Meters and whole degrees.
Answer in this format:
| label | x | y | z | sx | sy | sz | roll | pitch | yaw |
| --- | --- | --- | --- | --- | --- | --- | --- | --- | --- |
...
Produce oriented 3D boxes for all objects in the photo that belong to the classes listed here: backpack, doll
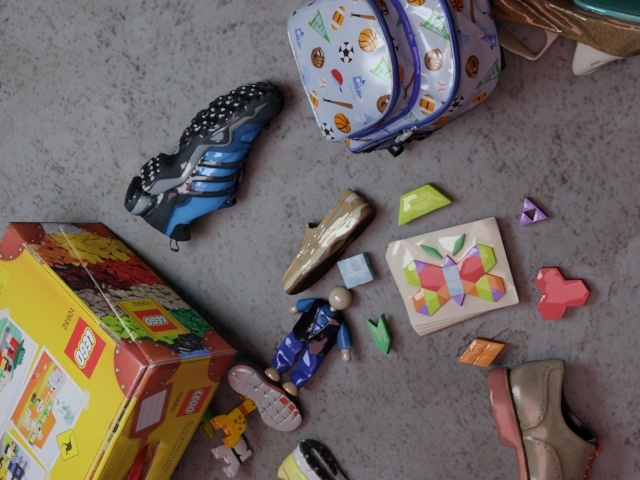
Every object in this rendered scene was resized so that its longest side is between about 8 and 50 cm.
| label | x | y | z | sx | sy | sz | roll | pitch | yaw |
| --- | --- | --- | --- | --- | --- | --- | --- | --- | --- |
| backpack | 0.102 | -0.257 | 1.350 | 0.263 | 0.213 | 0.276 | -18 | 96 | 44 |
| doll | -0.006 | 0.152 | 1.589 | 0.129 | 0.046 | 0.189 | 36 | 104 | 17 |

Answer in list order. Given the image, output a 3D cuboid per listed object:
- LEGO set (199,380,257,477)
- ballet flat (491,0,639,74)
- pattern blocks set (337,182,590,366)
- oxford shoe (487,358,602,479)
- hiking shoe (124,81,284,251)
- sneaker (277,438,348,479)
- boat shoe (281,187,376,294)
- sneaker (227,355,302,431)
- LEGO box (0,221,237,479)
| label | x | y | z | sx | sy | sz | roll | pitch | yaw |
| --- | --- | --- | --- | --- | --- | --- | --- | --- | --- |
| LEGO set | -0.157 | 0.263 | 1.653 | 0.087 | 0.093 | 0.227 | -23 | 99 | 53 |
| ballet flat | 0.321 | -0.294 | 1.358 | 0.342 | 0.116 | 0.124 | 19 | 127 | 15 |
| pattern blocks set | 0.199 | 0.053 | 1.504 | 0.325 | 0.026 | 0.285 | -31 | 90 | 20 |
| oxford shoe | 0.351 | 0.340 | 1.470 | 0.130 | 0.123 | 0.348 | -18 | 96 | 16 |
| hiking shoe | -0.161 | -0.122 | 1.571 | 0.304 | 0.113 | 0.132 | -38 | 118 | 16 |
| sneaker | 0.008 | 0.424 | 1.633 | 0.094 | 0.081 | 0.208 | -39 | 81 | 29 |
| boat shoe | 0.000 | 0.000 | 1.552 | 0.190 | 0.068 | 0.072 | -46 | 72 | 12 |
| sneaker | -0.084 | 0.241 | 1.633 | 0.061 | 0.065 | 0.158 | -33 | 113 | 17 |
| LEGO box | -0.411 | 0.273 | 1.620 | 0.372 | 0.193 | 0.500 | 40 | 112 | 28 |
